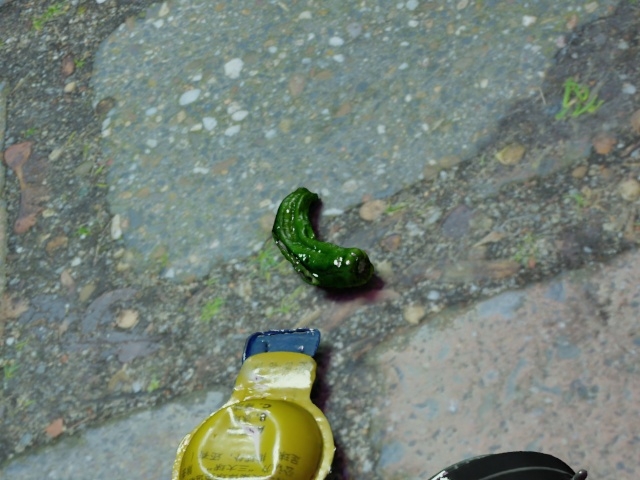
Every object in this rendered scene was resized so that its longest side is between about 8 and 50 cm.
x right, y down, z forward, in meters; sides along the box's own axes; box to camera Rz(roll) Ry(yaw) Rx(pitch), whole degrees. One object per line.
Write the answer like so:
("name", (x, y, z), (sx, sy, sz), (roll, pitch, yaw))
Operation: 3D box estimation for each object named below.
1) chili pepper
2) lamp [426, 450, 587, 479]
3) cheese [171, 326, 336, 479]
("chili pepper", (-0.006, 0.003, 1.779), (0.073, 0.050, 0.182), (-39, 42, 1))
("lamp", (0.177, 0.300, 1.308), (0.374, 0.205, 0.272), (-25, 48, 20))
("cheese", (-0.062, 0.193, 1.623), (0.177, 0.069, 0.270), (-5, 46, 21))
